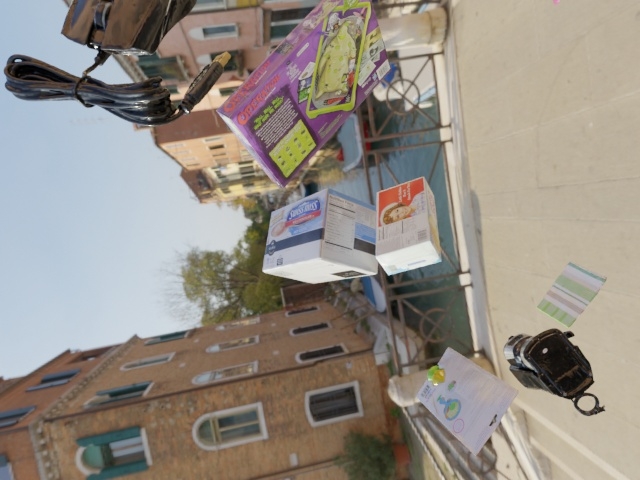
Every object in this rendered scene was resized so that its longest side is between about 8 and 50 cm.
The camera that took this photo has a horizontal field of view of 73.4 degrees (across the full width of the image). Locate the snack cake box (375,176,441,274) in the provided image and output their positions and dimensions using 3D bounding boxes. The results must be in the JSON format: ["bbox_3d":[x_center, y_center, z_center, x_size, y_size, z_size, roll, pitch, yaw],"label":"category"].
[{"bbox_3d":[0.239,-0.045,1.197,0.089,0.152,0.264,51,-147,-36],"label":"snack cake box"}]

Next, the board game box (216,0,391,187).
[{"bbox_3d":[-0.012,-0.288,0.806,0.056,0.347,0.208,36,170,31],"label":"board game box"}]

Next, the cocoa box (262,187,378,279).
[{"bbox_3d":[0.000,0.000,1.428,0.347,0.231,0.228,-16,64,52],"label":"cocoa box"}]

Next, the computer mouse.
[{"bbox_3d":[-0.168,-0.222,0.427,0.060,0.184,0.262,96,-167,-56],"label":"computer mouse"}]

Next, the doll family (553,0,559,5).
[{"bbox_3d":[0.310,-0.447,0.598,0.118,0.163,0.263,-66,-7,11],"label":"doll family"}]

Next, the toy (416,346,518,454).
[{"bbox_3d":[0.297,0.320,0.870,0.056,0.137,0.237,36,176,-17],"label":"toy"}]

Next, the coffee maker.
[{"bbox_3d":[0.487,0.281,0.924,0.178,0.120,0.171,60,-163,-73],"label":"coffee maker"}]

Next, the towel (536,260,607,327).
[{"bbox_3d":[0.626,0.133,1.080,0.152,0.023,0.113,-56,21,7],"label":"towel"}]
